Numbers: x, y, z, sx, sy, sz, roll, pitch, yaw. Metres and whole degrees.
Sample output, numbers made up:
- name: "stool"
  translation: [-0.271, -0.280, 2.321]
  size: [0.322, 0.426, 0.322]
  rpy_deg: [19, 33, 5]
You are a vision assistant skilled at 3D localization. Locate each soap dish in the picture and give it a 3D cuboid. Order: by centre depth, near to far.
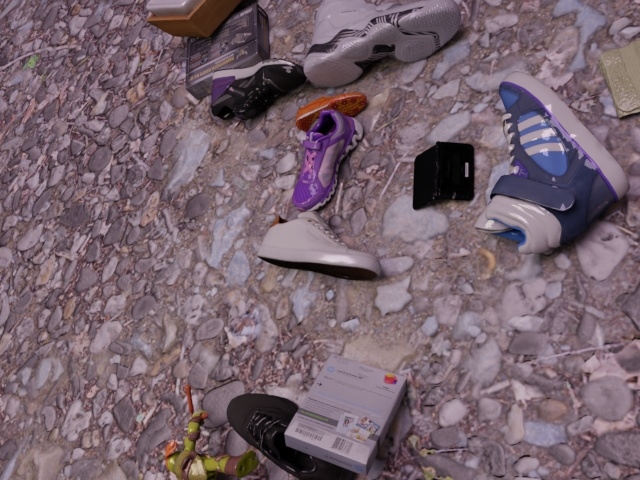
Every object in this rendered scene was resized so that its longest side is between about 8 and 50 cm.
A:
- name: "soap dish"
  translation: [-0.302, -0.660, 1.872]
  size: [0.228, 0.118, 0.291]
  rpy_deg: [18, 65, 47]

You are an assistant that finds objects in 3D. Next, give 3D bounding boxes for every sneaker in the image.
- name: "sneaker"
  translation: [0.337, -0.125, 1.220]
  size: [0.236, 0.130, 0.323]
  rpy_deg: [-36, 57, 7]
- name: "sneaker"
  translation: [-0.072, 0.339, 1.246]
  size: [0.286, 0.130, 0.109]
  rpy_deg: [17, 79, 39]
- name: "sneaker"
  translation: [0.000, 0.000, 1.388]
  size: [0.290, 0.106, 0.123]
  rpy_deg: [10, 75, 37]
- name: "sneaker"
  translation: [-0.004, -0.176, 1.485]
  size: [0.095, 0.104, 0.237]
  rpy_deg: [20, 79, 37]
- name: "sneaker"
  translation: [0.123, -0.487, 1.540]
  size: [0.365, 0.137, 0.210]
  rpy_deg: [-15, 62, 30]
- name: "sneaker"
  translation: [0.020, -0.298, 1.560]
  size: [0.175, 0.064, 0.068]
  rpy_deg: [-12, 51, 24]
- name: "sneaker"
  translation: [-0.146, -0.345, 1.680]
  size: [0.283, 0.107, 0.124]
  rpy_deg: [-1, 77, 39]

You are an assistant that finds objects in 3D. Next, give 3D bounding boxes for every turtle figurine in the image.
- name: "turtle figurine"
  translation: [-0.215, 0.410, 1.296]
  size: [0.217, 0.087, 0.270]
  rpy_deg: [0, 81, 36]

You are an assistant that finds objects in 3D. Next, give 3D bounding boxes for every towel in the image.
- name: "towel"
  translation: [0.554, -0.288, 1.233]
  size: [0.110, 0.027, 0.148]
  rpy_deg: [-19, 57, 23]

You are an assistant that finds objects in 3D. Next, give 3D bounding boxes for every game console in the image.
- name: "game console"
  translation: [0.236, -0.122, 1.361]
  size: [0.107, 0.071, 0.122]
  rpy_deg: [4, 66, 2]

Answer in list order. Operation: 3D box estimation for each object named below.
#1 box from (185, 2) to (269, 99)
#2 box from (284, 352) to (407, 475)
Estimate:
- name: "box"
  translation: [-0.242, -0.488, 1.829]
  size: [0.231, 0.056, 0.183]
  rpy_deg: [-20, 57, 24]
- name: "box"
  translation: [0.045, 0.283, 1.177]
  size: [0.145, 0.038, 0.186]
  rpy_deg: [14, 44, 20]
